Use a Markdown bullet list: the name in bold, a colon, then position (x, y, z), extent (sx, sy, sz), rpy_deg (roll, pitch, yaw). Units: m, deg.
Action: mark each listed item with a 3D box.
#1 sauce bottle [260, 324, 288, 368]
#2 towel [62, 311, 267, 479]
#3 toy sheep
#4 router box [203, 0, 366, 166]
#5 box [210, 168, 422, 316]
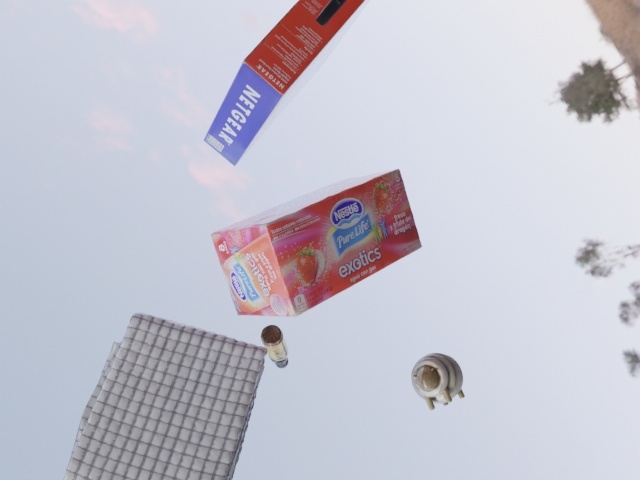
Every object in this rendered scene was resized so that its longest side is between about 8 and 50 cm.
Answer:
- **sauce bottle**: position (-0.080, 0.199, 1.318), extent (0.128, 0.042, 0.042), rpy_deg (75, -170, -58)
- **towel**: position (-0.223, 0.269, 1.067), extent (0.234, 0.121, 0.284), rpy_deg (13, -115, 7)
- **toy sheep**: position (0.195, 0.228, 1.181), extent (0.132, 0.091, 0.091), rpy_deg (13, -124, -62)
- **router box**: position (-0.057, -0.313, 1.273), extent (0.082, 0.335, 0.301), rpy_deg (40, -114, -7)
- **box**: position (0.000, 0.000, 1.139), extent (0.299, 0.154, 0.142), rpy_deg (-25, -78, -39)
